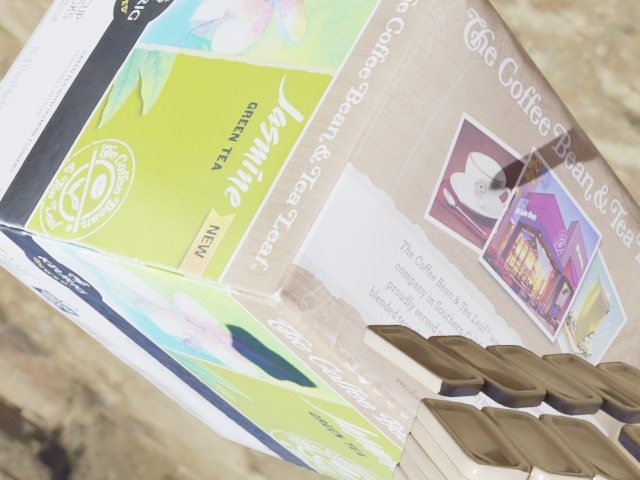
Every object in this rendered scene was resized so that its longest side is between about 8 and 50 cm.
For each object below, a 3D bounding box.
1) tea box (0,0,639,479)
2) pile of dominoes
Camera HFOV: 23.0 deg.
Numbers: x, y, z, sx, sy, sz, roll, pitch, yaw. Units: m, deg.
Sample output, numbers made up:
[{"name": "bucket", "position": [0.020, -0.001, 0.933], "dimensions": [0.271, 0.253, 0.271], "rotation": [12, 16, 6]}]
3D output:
[{"name": "tea box", "position": [0.000, 0.000, 0.994], "dimensions": [0.324, 0.220, 0.329], "rotation": [11, 156, 43]}, {"name": "pile of dominoes", "position": [0.152, 0.109, 0.689], "dimensions": [0.251, 0.040, 0.196], "rotation": [11, -162, -25]}]
